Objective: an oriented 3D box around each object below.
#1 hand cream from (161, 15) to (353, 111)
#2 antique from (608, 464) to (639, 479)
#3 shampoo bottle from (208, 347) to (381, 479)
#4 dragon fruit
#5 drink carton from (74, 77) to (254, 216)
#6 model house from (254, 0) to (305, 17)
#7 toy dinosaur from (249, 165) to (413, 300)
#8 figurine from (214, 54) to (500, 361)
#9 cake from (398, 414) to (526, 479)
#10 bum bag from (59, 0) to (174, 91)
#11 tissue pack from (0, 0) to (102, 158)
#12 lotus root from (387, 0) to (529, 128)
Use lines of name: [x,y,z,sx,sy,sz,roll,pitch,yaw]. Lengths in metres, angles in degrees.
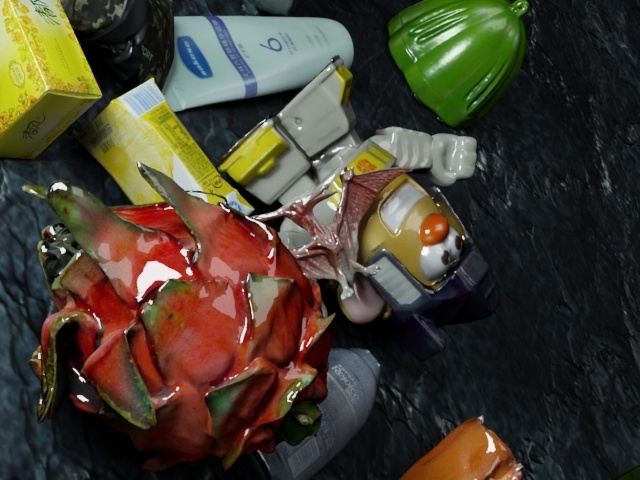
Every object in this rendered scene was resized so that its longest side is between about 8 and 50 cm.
hand cream: [-0.078,-0.191,1.408,0.320,0.067,0.109,-15,73,-51]
antique: [0.314,0.294,1.419,0.221,0.081,0.080,-7,66,-57]
shampoo bottle: [-0.013,0.146,1.134,0.087,0.049,0.233,54,29,3]
dragon fruit: [-0.107,0.054,0.961,0.274,0.192,0.193,40,10,-8]
drink carton: [-0.115,-0.036,1.145,0.200,0.084,0.074,53,40,-5]
model house: [-0.095,-0.433,1.535,0.301,0.190,0.271,32,37,-5]
toy dinosaur: [0.000,0.000,1.187,0.220,0.032,0.108,-37,98,-17]
figurine: [0.045,-0.022,1.294,0.308,0.143,0.308,1,85,-17]
cake: [0.151,0.221,1.244,0.098,0.135,0.287,47,18,15]
bum bag: [-0.184,-0.204,1.186,0.248,0.069,0.102,28,39,-65]
tissue pack: [-0.254,-0.162,1.062,0.062,0.095,0.176,-3,63,-55]
lotus root: [0.204,-0.260,1.748,0.186,0.186,0.186,36,34,-29]
